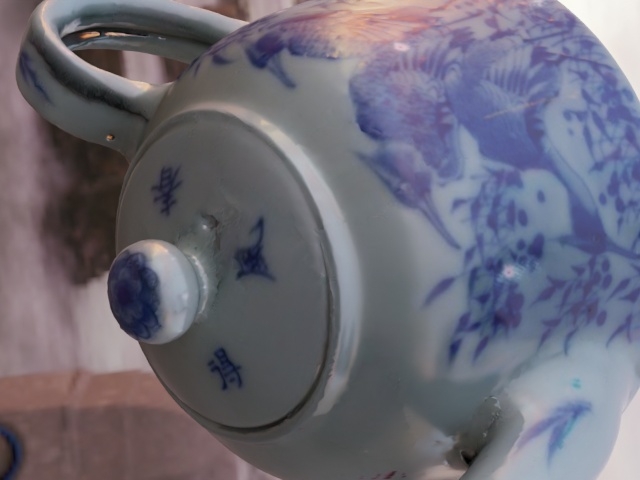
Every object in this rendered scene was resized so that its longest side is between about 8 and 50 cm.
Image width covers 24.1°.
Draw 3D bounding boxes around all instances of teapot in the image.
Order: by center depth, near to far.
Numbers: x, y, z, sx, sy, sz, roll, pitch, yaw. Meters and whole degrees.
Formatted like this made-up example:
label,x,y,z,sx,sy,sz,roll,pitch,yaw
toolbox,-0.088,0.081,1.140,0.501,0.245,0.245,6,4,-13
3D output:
label,x,y,z,sx,sy,sz,roll,pitch,yaw
teapot,0.000,0.000,0.424,0.232,0.159,0.159,48,-12,28
